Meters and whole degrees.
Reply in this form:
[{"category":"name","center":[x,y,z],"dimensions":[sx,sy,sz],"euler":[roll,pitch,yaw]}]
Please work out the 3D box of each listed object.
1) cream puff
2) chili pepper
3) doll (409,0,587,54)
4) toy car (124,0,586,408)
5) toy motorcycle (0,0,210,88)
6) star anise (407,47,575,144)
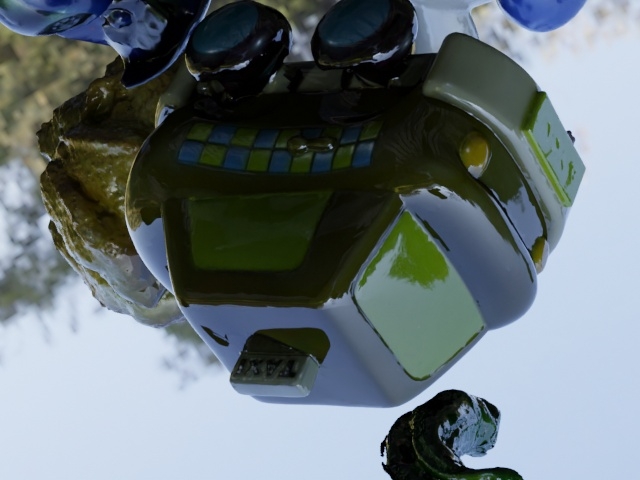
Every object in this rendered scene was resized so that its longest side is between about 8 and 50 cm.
[{"category":"cream puff","center":[-0.119,-0.049,1.461],"dimensions":[0.244,0.244,0.196],"euler":[-36,-127,-23]},{"category":"chili pepper","center":[0.052,0.085,0.780],"dimensions":[0.055,0.035,0.118],"euler":[-3,-174,1]},{"category":"doll","center":[0.140,-0.271,1.315],"dimensions":[0.365,0.187,0.376],"euler":[-44,158,-34]},{"category":"toy car","center":[0.000,0.000,1.017],"dimensions":[0.248,0.204,0.198],"euler":[1,-129,35]},{"category":"toy motorcycle","center":[-0.184,-0.184,1.123],"dimensions":[0.331,0.196,0.125],"euler":[-10,163,-48]},{"category":"star anise","center":[0.073,-0.076,1.459],"dimensions":[0.172,0.208,0.063],"euler":[-41,154,-31]}]
